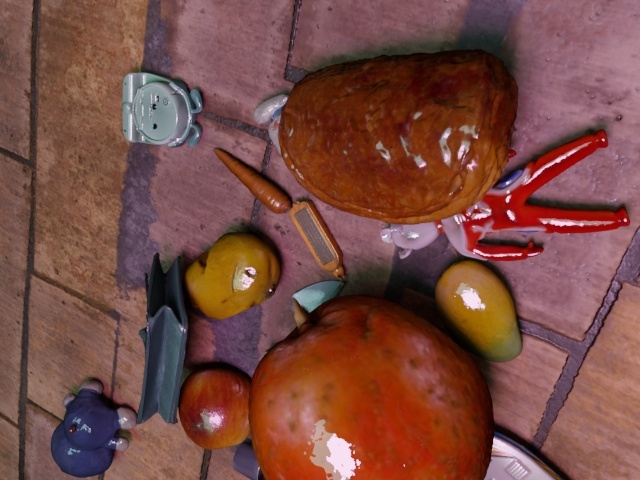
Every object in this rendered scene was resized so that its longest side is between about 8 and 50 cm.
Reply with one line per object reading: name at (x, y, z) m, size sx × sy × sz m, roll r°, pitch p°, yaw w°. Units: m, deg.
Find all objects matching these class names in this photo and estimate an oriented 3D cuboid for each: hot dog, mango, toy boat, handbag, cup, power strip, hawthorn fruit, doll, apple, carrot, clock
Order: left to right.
doll at (-0.628, 0.529, 1.475) m, size 0.228 × 0.154 × 0.258 m, roll 33°, pitch 123°, yaw 11°
handbag at (-0.348, 0.219, 1.177) m, size 0.089 × 0.238 × 0.327 m, roll 2°, pitch 124°, yaw -19°
clock at (-0.329, -0.269, 1.137) m, size 0.188 × 0.060 × 0.148 m, roll 13°, pitch 109°, yaw 22°
apple at (-0.236, 0.377, 1.231) m, size 0.195 × 0.160 × 0.173 m, roll -10°, pitch 78°, yaw 22°
mango at (-0.195, 0.079, 1.129) m, size 0.262 × 0.130 × 0.167 m, roll -29°, pitch 75°, yaw 36°
carrot at (-0.143, -0.125, 1.096) m, size 0.216 × 0.048 × 0.048 m, roll 40°, pitch 118°, yaw 16°
cup at (-0.150, 0.502, 1.262) m, size 0.077 × 0.078 × 0.100 m, roll 14°, pitch 76°, yaw 27°
doll at (-0.039, -0.195, 1.007) m, size 0.214 × 0.071 × 0.103 m, roll 45°, pitch 107°, yaw 18°
toy boat at (0.000, 0.114, 1.101) m, size 0.096 × 0.034 × 0.122 m, roll 39°, pitch 109°, yaw 12°
power strip at (0.000, 0.000, 1.064) m, size 0.049 × 0.028 × 0.178 m, roll -30°, pitch 89°, yaw 30°
hawthorn fruit at (0.066, 0.259, 0.893) m, size 0.402 × 0.403 × 0.403 m, roll 7°, pitch 107°, yaw 25°
hot dog at (0.110, -0.168, 0.842) m, size 0.387 × 0.174 × 0.267 m, roll 8°, pitch 79°, yaw 37°
mango at (0.274, 0.125, 0.931) m, size 0.130 × 0.092 × 0.195 m, roll -39°, pitch 94°, yaw 28°
doll at (0.274, -0.047, 0.880) m, size 0.384 × 0.099 × 0.188 m, roll -14°, pitch 104°, yaw 25°
toy boat at (0.353, 0.437, 0.973) m, size 0.295 × 0.088 × 0.129 m, roll 42°, pitch 118°, yaw 10°

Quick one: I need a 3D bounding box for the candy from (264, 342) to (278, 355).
candy at (-0.046, 0.315, 1.157) m, size 0.097 × 0.062 × 0.195 m, roll -9°, pitch 99°, yaw 27°
